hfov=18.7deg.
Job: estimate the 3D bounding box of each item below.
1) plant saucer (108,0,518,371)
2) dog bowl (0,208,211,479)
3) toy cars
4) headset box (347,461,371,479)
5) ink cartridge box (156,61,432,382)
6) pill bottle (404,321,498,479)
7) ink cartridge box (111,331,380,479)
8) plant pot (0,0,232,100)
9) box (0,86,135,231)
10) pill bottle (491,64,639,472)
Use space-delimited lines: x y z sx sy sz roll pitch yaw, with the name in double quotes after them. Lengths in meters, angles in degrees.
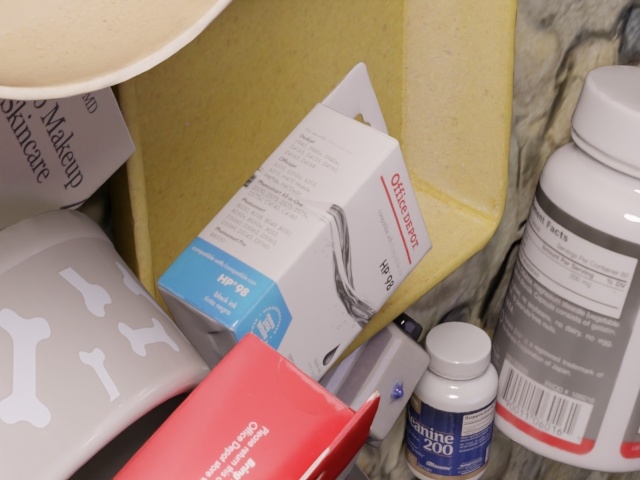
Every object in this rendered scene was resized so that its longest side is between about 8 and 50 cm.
-0.013 -0.069 1.144 0.333 0.081 0.333 -36 142 -35 "plant saucer"
-0.184 0.151 0.932 0.349 0.102 0.349 -49 169 -13 "dog bowl"
0.028 0.176 1.392 0.176 0.087 0.394 -33 139 -39 "toy cars"
-0.058 0.257 1.175 0.218 0.110 0.293 -33 166 -23 "headset box"
0.000 0.000 1.083 0.180 0.060 0.104 -49 146 -19 "ink cartridge box"
0.100 0.123 1.473 0.067 0.067 0.120 -32 139 -38 "pill bottle"
-0.053 0.135 0.938 0.134 0.078 0.231 -48 170 -24 "ink cartridge box"
-0.158 -0.201 0.695 0.284 0.191 0.284 -15 110 -47 "plant pot"
-0.218 -0.001 0.887 0.275 0.094 0.113 -48 147 -20 "box"
0.232 0.020 1.492 0.161 0.161 0.283 -16 127 -50 "pill bottle"
